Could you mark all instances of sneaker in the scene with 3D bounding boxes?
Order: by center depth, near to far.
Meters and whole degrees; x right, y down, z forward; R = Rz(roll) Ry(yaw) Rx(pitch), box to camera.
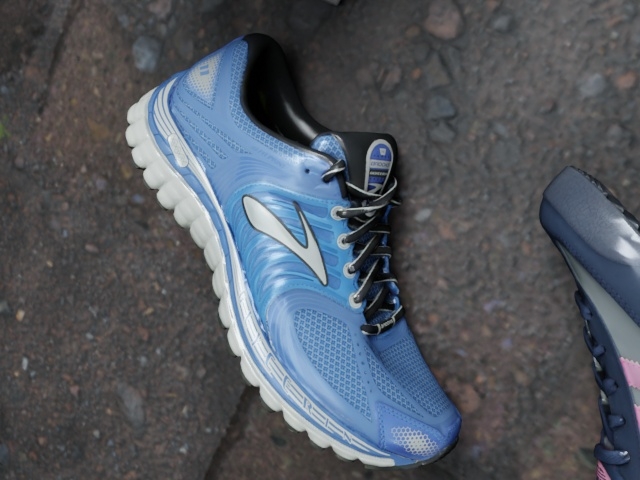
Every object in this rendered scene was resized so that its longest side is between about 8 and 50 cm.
[{"bbox_3d":[0.201,0.111,0.433,0.131,0.112,0.319,-35,82,20],"label":"sneaker"},{"bbox_3d":[0.000,0.000,0.495,0.147,0.130,0.330,-36,82,25],"label":"sneaker"}]

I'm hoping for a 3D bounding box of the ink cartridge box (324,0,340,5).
[{"bbox_3d":[0.004,-0.310,0.400,0.131,0.226,0.306,38,110,15],"label":"ink cartridge box"}]
